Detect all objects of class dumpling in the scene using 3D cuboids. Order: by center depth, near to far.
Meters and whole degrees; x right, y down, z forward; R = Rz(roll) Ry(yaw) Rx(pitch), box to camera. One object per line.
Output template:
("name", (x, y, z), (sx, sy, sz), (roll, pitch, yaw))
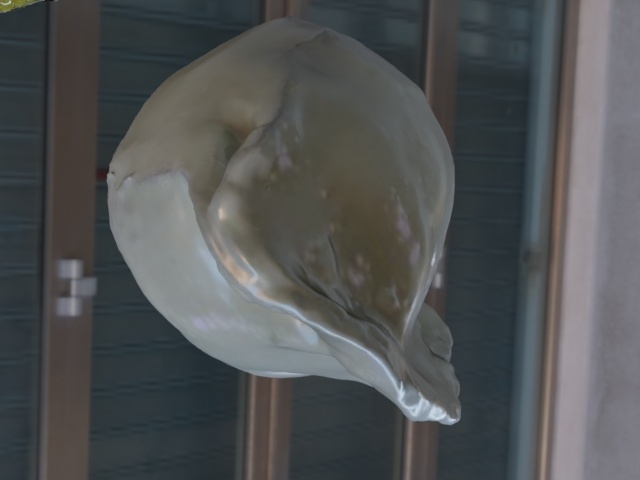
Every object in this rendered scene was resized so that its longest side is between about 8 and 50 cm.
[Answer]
("dumpling", (0.000, 0.000, 0.486), (0.147, 0.193, 0.258), (-33, -170, 8))

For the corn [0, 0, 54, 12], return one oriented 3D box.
("corn", (-0.208, -0.242, 0.809), (0.305, 0.122, 0.123), (-32, -175, -34))
